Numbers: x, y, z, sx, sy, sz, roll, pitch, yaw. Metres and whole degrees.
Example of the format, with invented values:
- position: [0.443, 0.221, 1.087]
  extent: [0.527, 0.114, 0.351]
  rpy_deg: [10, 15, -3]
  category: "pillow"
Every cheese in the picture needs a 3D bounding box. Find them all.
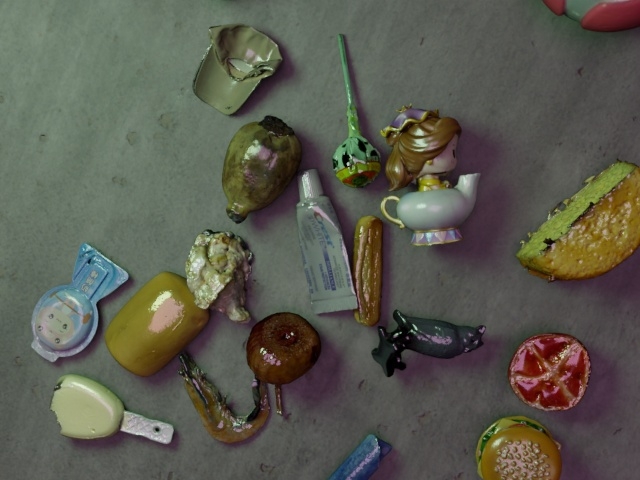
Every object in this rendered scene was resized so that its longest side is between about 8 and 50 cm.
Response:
- position: [-0.420, 0.359, 1.472]
  extent: [0.256, 0.050, 0.127]
  rpy_deg: [17, 93, 4]
  category: "cheese"
- position: [-0.495, 0.133, 1.469]
  extent: [0.135, 0.052, 0.244]
  rpy_deg: [36, 95, 3]
  category: "cheese"

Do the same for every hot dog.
- position: [0.086, 0.059, 1.418]
  extent: [0.066, 0.047, 0.215]
  rpy_deg: [-2, 94, -31]
  category: "hot dog"

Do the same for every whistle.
- position: [0.022, 0.502, 1.434]
  extent: [0.062, 0.062, 0.304]
  rpy_deg: [42, 95, 2]
  category: "whistle"

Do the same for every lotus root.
- position: [-0.122, -0.134, 1.391]
  extent: [0.138, 0.138, 0.214]
  rpy_deg: [32, 98, 3]
  category: "lotus root"

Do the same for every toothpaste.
- position: [-0.001, 0.000, 1.412]
  extent: [0.069, 0.099, 0.282]
  rpy_deg: [-11, 90, -24]
  category: "toothpaste"

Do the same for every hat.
- position: [-0.172, -0.335, 1.423]
  extent: [0.147, 0.085, 0.175]
  rpy_deg: [37, 118, -8]
  category: "hat"

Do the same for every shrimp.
- position: [-0.191, 0.297, 1.451]
  extent: [0.152, 0.046, 0.219]
  rpy_deg: [-33, 93, 6]
  category: "shrimp"

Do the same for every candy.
- position: [0.053, -0.250, 1.404]
  extent: [0.091, 0.083, 0.305]
  rpy_deg: [-9, 84, 0]
  category: "candy"

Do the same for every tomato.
- position: [0.426, 0.243, 1.383]
  extent: [0.156, 0.069, 0.155]
  rpy_deg: [0, 95, 3]
  category: "tomato"

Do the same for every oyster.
- position: [-0.180, 0.076, 1.412]
  extent: [0.163, 0.081, 0.191]
  rpy_deg: [-48, 119, -26]
  category: "oyster"

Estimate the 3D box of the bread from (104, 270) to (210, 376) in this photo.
- position: [-0.326, 0.167, 1.436]
  extent: [0.147, 0.098, 0.217]
  rpy_deg: [42, 94, 6]
  category: "bread"

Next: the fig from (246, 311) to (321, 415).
- position: [-0.072, 0.241, 1.422]
  extent: [0.146, 0.133, 0.201]
  rpy_deg: [-18, 135, -19]
  category: "fig"

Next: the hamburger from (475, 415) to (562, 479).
- position: [0.373, 0.410, 1.371]
  extent: [0.162, 0.115, 0.161]
  rpy_deg: [0, 91, 5]
  category: "hamburger"

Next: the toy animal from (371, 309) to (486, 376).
- position: [0.207, 0.183, 1.409]
  extent: [0.210, 0.121, 0.117]
  rpy_deg: [-8, 47, -11]
  category: "toy animal"

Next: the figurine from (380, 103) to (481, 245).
- position: [0.198, -0.125, 1.353]
  extent: [0.190, 0.142, 0.263]
  rpy_deg: [-8, 93, 5]
  category: "figurine"

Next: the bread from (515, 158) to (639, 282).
- position: [0.496, -0.013, 1.326]
  extent: [0.261, 0.160, 0.147]
  rpy_deg: [-42, 94, -1]
  category: "bread"

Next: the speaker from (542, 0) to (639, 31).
- position: [0.497, -0.510, 1.249]
  extent: [0.295, 0.294, 0.294]
  rpy_deg: [0, 92, 5]
  category: "speaker"
